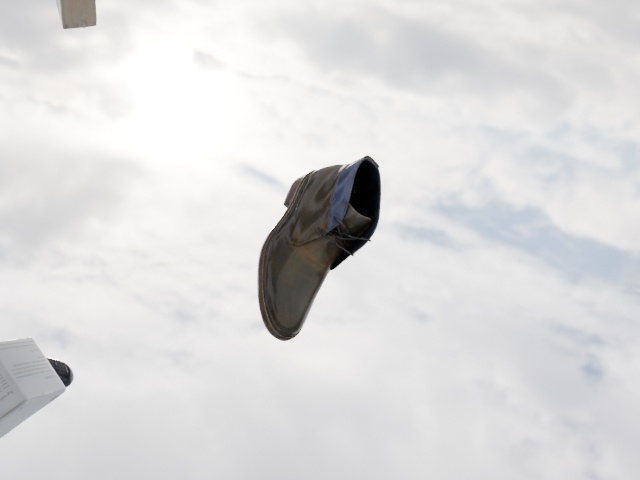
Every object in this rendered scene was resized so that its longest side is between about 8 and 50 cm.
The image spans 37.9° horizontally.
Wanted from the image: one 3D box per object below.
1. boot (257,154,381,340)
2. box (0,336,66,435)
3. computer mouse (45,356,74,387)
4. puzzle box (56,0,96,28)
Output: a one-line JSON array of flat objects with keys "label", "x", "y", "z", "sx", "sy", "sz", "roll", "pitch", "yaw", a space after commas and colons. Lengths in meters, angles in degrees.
[{"label": "boot", "x": 0.000, "y": 0.000, "z": 1.006, "sx": 0.082, "sy": 0.106, "sz": 0.219, "roll": 33, "pitch": -126, "yaw": -29}, {"label": "box", "x": -0.553, "y": 0.260, "z": 1.551, "sx": 0.119, "sy": 0.182, "sz": 0.181, "roll": 54, "pitch": -178, "yaw": 6}, {"label": "computer mouse", "x": -0.552, "y": 0.220, "z": 1.717, "sx": 0.242, "sy": 0.071, "sz": 0.041, "roll": 39, "pitch": -146, "yaw": -48}, {"label": "puzzle box", "x": -0.393, "y": -0.543, "z": 1.373, "sx": 0.052, "sy": 0.272, "sz": 0.409, "roll": -9, "pitch": -127, "yaw": -18}]
